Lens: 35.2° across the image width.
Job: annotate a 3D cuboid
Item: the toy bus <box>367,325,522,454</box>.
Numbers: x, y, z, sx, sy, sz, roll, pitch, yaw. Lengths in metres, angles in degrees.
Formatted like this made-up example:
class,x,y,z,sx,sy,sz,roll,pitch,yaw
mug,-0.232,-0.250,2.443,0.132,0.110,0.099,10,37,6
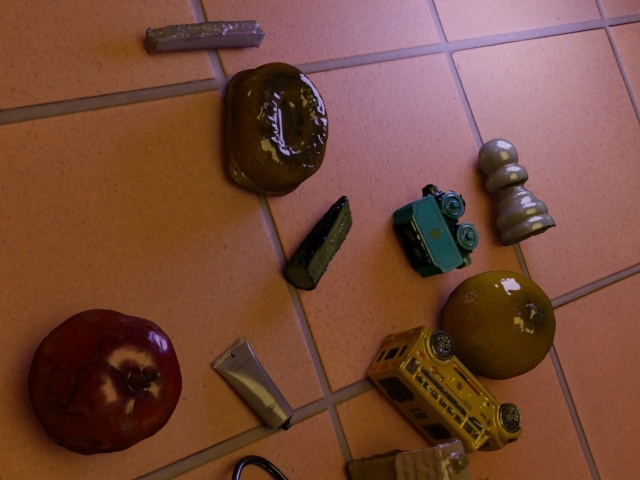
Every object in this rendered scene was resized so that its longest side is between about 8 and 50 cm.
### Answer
class,x,y,z,sx,sy,sz,roll,pitch,yaw
toy bus,0.257,0.329,2.063,0.330,0.144,0.152,47,55,-14

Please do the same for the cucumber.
class,x,y,z,sx,sy,sz,roll,pitch,yaw
cucumber,-0.002,0.001,2.031,0.211,0.062,0.078,-60,146,-38

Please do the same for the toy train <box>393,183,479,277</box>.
class,x,y,z,sx,sy,sz,roll,pitch,yaw
toy train,0.249,-0.019,2.189,0.154,0.107,0.198,-27,93,-31

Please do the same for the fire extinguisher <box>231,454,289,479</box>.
class,x,y,z,sx,sy,sz,roll,pitch,yaw
fire extinguisher,-0.083,0.490,1.732,0.200,0.113,0.376,65,21,-9

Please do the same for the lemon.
class,x,y,z,sx,sy,sz,roll,pitch,yaw
lemon,0.394,0.176,2.161,0.240,0.219,0.240,10,70,-29

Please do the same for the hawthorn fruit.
class,x,y,z,sx,sy,sz,roll,pitch,yaw
hawthorn fruit,-0.319,0.224,1.595,0.242,0.272,0.242,10,75,-43

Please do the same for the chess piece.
class,x,y,z,sx,sy,sz,roll,pitch,yaw
chess piece,0.441,-0.120,2.355,0.133,0.133,0.243,-14,78,-38

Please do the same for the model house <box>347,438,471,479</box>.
class,x,y,z,sx,sy,sz,roll,pitch,yaw
model house,0.190,0.486,1.909,0.175,0.234,0.193,-1,75,-36

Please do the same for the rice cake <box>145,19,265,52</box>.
class,x,y,z,sx,sy,sz,roll,pitch,yaw
rice cake,-0.226,-0.399,1.987,0.270,0.055,0.049,-12,64,-40

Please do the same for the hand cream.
class,x,y,z,sx,sy,sz,roll,pitch,yaw
hand cream,-0.115,0.276,1.870,0.087,0.054,0.186,-39,94,-32

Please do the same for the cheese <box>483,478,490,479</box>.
class,x,y,z,sx,sy,sz,roll,pitch,yaw
cheese,0.364,0.592,2.129,0.086,0.036,0.162,-30,94,-37

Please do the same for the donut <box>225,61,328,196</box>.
class,x,y,z,sx,sy,sz,roll,pitch,yaw
donut,-0.083,-0.221,1.991,0.208,0.128,0.261,6,74,-35
